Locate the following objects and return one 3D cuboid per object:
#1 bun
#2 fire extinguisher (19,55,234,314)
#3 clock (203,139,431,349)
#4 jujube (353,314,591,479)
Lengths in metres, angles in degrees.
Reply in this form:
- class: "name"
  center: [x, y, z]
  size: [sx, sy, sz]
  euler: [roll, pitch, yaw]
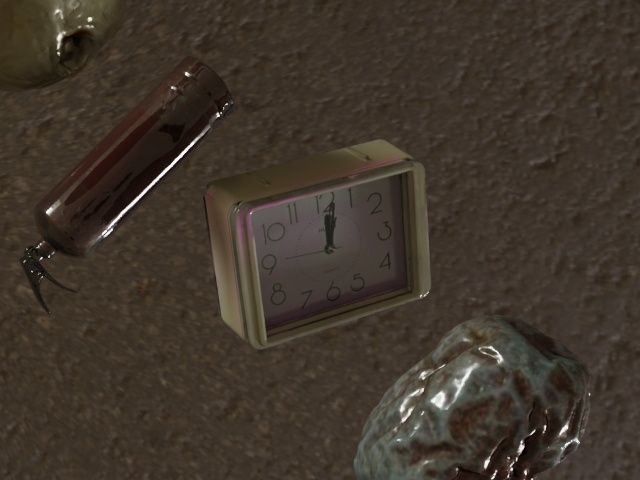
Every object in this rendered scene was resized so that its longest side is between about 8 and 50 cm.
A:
- class: "bun"
  center: [-0.226, -0.188, 0.895]
  size: [0.167, 0.173, 0.113]
  euler: [-28, 68, -34]
- class: "fire extinguisher"
  center: [-0.188, -0.052, 1.067]
  size: [0.267, 0.072, 0.089]
  euler: [-47, 126, -13]
- class: "clock"
  center: [0.000, 0.000, 1.026]
  size: [0.192, 0.071, 0.146]
  euler: [-15, 116, -22]
- class: "jujube"
  center: [0.188, 0.238, 1.419]
  size: [0.226, 0.226, 0.317]
  euler: [36, 104, -21]
